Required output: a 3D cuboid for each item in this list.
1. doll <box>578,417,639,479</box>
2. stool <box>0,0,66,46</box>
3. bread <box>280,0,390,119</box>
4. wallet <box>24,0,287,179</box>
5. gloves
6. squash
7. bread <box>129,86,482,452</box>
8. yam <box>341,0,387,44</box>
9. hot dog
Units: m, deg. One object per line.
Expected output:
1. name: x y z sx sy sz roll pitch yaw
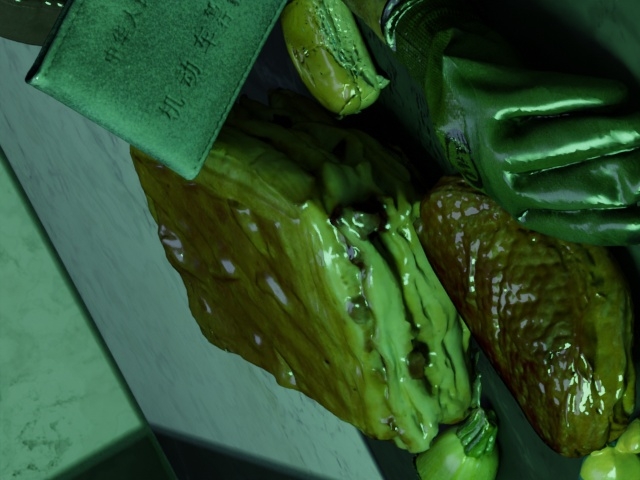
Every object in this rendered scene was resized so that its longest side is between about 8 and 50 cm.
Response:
1. doll: 0.225 0.209 1.498 0.089 0.102 0.179 -74 -28 -44
2. stool: -0.217 -0.315 1.656 0.272 0.272 0.178 59 154 8
3. bread: 0.007 -0.151 1.599 0.106 0.053 0.072 68 160 -6
4. wallet: -0.115 -0.180 1.543 0.167 0.222 0.036 33 166 -28
5. gloves: 0.128 -0.079 1.270 0.135 0.107 0.268 33 -173 -46
6. squash: 0.124 0.208 1.816 0.200 0.075 0.090 96 167 -62
7. bread: 0.000 0.000 1.672 0.324 0.167 0.277 23 142 48
8. yam: 0.008 -0.220 1.493 0.327 0.045 0.045 50 138 36
9. hot dog: 0.153 0.045 1.393 0.227 0.099 0.160 56 164 22
